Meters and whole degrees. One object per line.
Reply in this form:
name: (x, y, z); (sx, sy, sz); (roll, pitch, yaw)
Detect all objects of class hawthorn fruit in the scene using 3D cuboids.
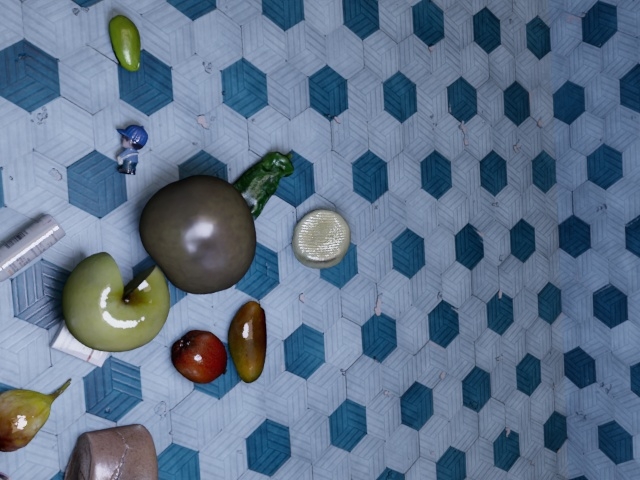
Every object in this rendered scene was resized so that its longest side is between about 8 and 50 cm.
hawthorn fruit: (-0.367, 0.371, 1.943); (0.169, 0.169, 0.188); (-50, 119, -21)

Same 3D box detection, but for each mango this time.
mango: (-0.573, -0.585, 1.852); (0.091, 0.074, 0.165); (-23, 103, -32)
mango: (-0.239, 0.331, 2.048); (0.133, 0.111, 0.267); (2, 88, -48)

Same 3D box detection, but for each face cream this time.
face cream: (-0.827, 0.037, 1.697); (0.269, 0.082, 0.082); (-43, 112, -25)

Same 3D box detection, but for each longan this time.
longan: (-0.355, -0.013, 1.846); (0.361, 0.361, 0.360); (0, 91, -32)

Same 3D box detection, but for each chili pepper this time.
chili pepper: (-0.186, -0.202, 2.088); (0.136, 0.099, 0.270); (41, 74, 1)

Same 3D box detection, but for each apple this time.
apple: (-0.572, 0.170, 1.747); (0.292, 0.254, 0.291); (12, 70, -34)

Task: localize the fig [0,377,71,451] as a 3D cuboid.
fig: (-0.788, 0.455, 1.709); (0.257, 0.159, 0.159); (-36, 110, -47)

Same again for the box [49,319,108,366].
box: (-0.688, 0.298, 1.811); (0.154, 0.040, 0.083); (32, 72, -29)

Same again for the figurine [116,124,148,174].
figurine: (-0.565, -0.272, 1.863); (0.086, 0.088, 0.149); (13, 83, -69)

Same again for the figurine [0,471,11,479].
figurine: (-0.832, 0.811, 1.625); (0.253, 0.211, 0.361); (-44, 109, -20)

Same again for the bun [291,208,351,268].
bun: (0.000, 0.000, 2.195); (0.223, 0.127, 0.222); (1, 78, -5)

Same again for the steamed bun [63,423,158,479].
steamed bun: (-0.586, 0.690, 1.785); (0.252, 0.199, 0.300); (9, 85, -32)
